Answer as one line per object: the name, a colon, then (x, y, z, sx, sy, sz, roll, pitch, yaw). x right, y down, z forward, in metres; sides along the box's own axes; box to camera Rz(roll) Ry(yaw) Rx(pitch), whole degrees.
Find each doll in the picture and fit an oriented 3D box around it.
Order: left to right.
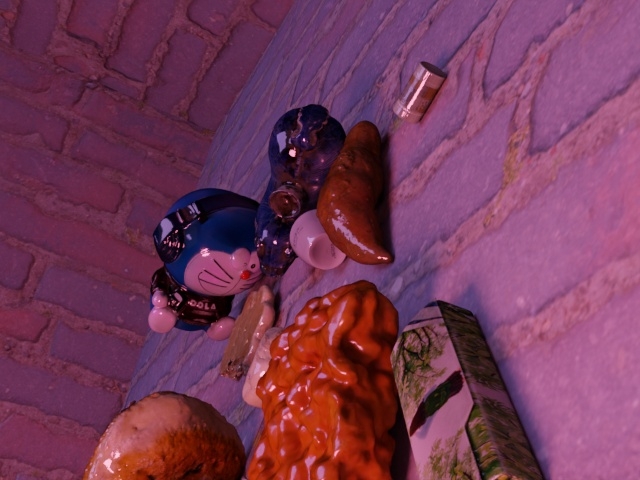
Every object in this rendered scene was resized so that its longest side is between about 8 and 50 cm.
doll: (-0.230, 0.035, 1.888, 0.310, 0.284, 0.240, -58, 47, 31)

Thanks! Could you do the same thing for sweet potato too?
sweet potato: (0.047, -0.073, 1.383, 0.354, 0.106, 0.095, -90, -15, -51)

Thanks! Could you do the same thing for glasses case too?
glasses case: (0.124, 0.161, 0.841, 0.095, 0.062, 0.272, -62, 16, 21)

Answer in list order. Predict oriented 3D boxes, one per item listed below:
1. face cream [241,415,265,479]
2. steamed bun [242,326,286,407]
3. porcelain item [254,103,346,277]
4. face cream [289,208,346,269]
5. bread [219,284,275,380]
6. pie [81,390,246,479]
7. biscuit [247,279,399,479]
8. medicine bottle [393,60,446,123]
face cream: (-0.039, 0.242, 1.271, 0.283, 0.073, 0.073, -69, 15, -6)
steamed bun: (-0.060, 0.198, 1.370, 0.130, 0.091, 0.112, -66, -2, -61)
porcelain item: (-0.047, -0.085, 1.553, 0.186, 0.138, 0.288, -62, -8, -57)
face cream: (0.000, 0.000, 1.460, 0.091, 0.091, 0.095, -64, 22, 14)
bread: (-0.135, 0.178, 1.770, 0.251, 0.039, 0.181, -35, 33, 66)
pie: (-0.249, 0.383, 1.420, 0.092, 0.315, 0.315, 26, 94, 37)
biscuit: (-0.004, 0.225, 1.057, 0.318, 0.111, 0.312, 133, 146, -56)
medicine bottle: (0.147, -0.220, 1.353, 0.083, 0.047, 0.047, -60, 16, 27)
